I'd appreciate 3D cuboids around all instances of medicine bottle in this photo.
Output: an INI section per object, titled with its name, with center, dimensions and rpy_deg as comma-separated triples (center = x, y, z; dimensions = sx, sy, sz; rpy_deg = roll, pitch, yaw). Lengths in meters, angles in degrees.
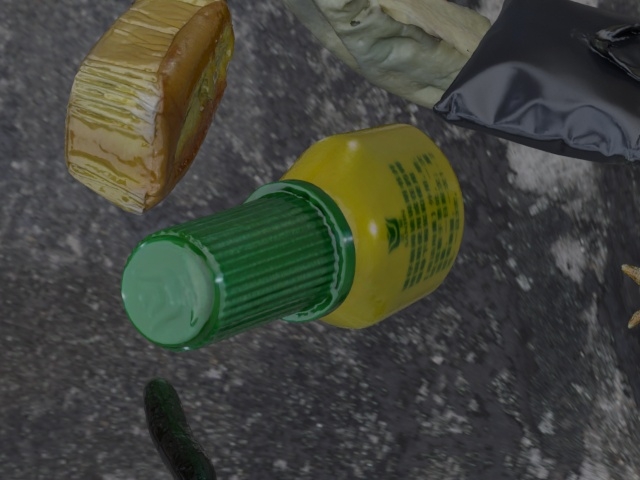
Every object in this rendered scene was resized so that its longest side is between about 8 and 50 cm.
[medicine bottle]
center = 0.000, 0.000, 0.659
dimensions = 0.076, 0.309, 0.111
rpy_deg = -9, 94, 25

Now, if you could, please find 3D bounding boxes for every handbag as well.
[handbag]
center = 0.236, -0.147, 1.109
dimensions = 0.211, 0.254, 0.089
rpy_deg = 18, 128, 13

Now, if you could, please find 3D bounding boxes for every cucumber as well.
[cucumber]
center = -0.166, 0.236, 1.437
dimensions = 0.056, 0.056, 0.284
rpy_deg = -45, 28, 3

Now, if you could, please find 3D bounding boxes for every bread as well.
[bread]
center = -0.174, -0.160, 1.320
dimensions = 0.119, 0.288, 0.153
rpy_deg = 16, 126, 4

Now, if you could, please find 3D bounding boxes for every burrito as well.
[burrito]
center = 0.083, -0.269, 1.565
dimensions = 0.135, 0.331, 0.190
rpy_deg = -47, 41, 28

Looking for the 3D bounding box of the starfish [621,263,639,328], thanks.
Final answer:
[starfish]
center = 0.479, 0.050, 1.526
dimensions = 0.208, 0.176, 0.053
rpy_deg = -3, 40, -1
